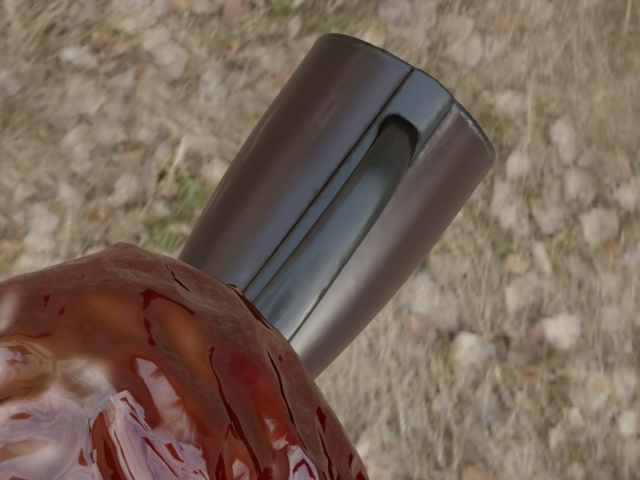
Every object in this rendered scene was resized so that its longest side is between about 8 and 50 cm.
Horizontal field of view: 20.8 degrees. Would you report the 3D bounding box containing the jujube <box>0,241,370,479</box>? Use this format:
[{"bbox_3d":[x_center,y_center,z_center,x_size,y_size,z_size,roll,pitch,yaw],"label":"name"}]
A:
[{"bbox_3d":[-0.043,0.115,0.493,0.155,0.155,0.230,-34,95,22],"label":"jujube"}]

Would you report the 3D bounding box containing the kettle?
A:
[{"bbox_3d":[0.000,0.000,1.104,0.144,0.202,0.232,37,78,-13],"label":"kettle"}]
